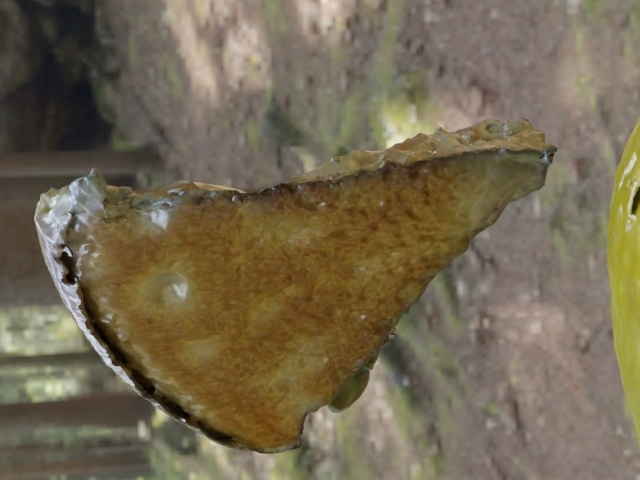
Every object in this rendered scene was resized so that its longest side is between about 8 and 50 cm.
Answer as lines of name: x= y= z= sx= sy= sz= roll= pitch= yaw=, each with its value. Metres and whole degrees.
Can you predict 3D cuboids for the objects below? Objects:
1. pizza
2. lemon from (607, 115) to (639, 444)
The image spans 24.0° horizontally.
pizza: x=0.000 y=0.000 z=0.591 sx=0.185 sy=0.195 sz=0.052 roll=54 pitch=-168 yaw=-45
lemon: x=0.251 y=0.011 z=0.465 sx=0.336 sy=0.336 sz=0.336 roll=178 pitch=90 yaw=-73
